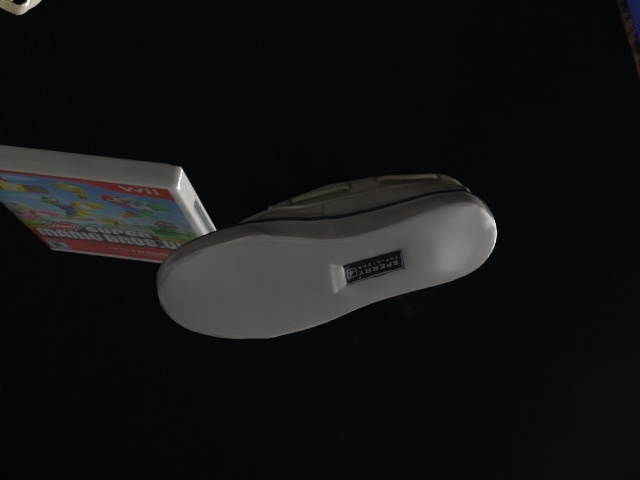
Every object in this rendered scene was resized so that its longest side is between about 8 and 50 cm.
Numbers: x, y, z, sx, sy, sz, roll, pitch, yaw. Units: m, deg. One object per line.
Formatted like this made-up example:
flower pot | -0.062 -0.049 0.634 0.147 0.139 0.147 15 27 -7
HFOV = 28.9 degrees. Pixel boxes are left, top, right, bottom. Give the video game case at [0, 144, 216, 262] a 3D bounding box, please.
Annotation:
video game case | -0.212 -0.028 1.232 0.204 0.285 0.025 7 -106 7

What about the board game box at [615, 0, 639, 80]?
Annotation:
board game box | 0.222 -0.167 0.559 0.141 0.291 0.232 -11 -61 28

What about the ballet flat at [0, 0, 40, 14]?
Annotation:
ballet flat | -0.310 -0.224 1.120 0.073 0.080 0.232 42 -120 9

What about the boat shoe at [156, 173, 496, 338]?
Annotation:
boat shoe | 0.000 0.000 0.972 0.267 0.088 0.096 -16 -57 -8
